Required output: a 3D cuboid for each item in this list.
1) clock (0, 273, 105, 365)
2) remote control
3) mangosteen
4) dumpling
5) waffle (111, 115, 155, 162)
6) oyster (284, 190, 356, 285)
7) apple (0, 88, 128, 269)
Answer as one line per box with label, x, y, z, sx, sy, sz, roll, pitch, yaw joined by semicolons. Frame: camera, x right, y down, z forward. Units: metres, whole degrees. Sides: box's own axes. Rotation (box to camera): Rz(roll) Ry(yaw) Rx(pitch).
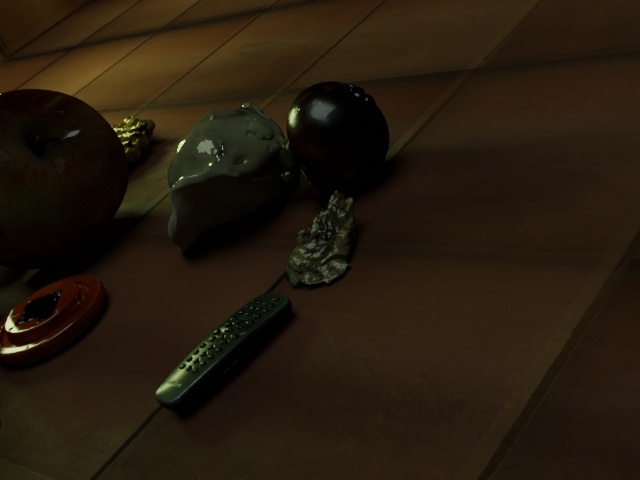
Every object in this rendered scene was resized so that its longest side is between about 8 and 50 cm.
clock;-0.445;0.124;1.591;0.205;0.051;0.205;-22;26;11
remote control;-0.123;0.143;1.274;0.072;0.042;0.222;8;42;49
mangosteen;0.014;-0.154;1.550;0.199;0.200;0.200;-21;28;12
dumpling;-0.161;-0.098;1.648;0.243;0.187;0.318;-60;3;28
waffle;-0.511;-0.173;2.152;0.329;0.062;0.329;-23;26;12
oyster;-0.001;0.002;1.400;0.108;0.053;0.166;-21;33;35
apple;-0.534;-0.111;1.800;0.348;0.348;0.277;-54;-6;-41
